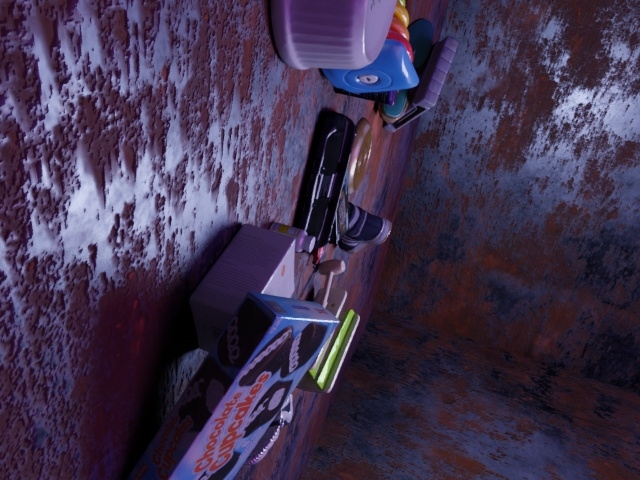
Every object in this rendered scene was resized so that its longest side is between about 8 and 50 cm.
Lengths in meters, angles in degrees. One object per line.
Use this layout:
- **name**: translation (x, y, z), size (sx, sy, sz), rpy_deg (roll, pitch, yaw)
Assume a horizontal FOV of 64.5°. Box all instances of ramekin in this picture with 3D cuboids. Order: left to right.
- **ramekin**: translation (0.037, -0.380, 0.746), size (0.273, 0.127, 0.272), rpy_deg (17, 90, -78)

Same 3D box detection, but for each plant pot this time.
- **plant pot**: translation (0.112, -0.241, 1.494), size (0.236, 0.032, 0.236), rpy_deg (16, 90, -78)

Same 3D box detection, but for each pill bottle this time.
- **pill bottle**: translation (-0.054, -0.004, 0.948), size (0.043, 0.083, 0.043), rpy_deg (17, 90, -78)

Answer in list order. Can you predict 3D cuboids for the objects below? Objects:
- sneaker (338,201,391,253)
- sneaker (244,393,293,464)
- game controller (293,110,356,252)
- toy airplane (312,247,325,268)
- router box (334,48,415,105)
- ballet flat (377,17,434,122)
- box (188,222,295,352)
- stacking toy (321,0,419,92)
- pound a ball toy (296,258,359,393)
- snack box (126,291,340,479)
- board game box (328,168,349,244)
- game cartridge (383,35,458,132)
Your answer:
- **sneaker**: translation (0.080, -0.039, 1.513), size (0.282, 0.153, 0.099), rpy_deg (-21, -131, 66)
- **sneaker**: translation (-0.121, 0.436, 1.209), size (0.153, 0.094, 0.235), rpy_deg (81, 17, -45)
- **game controller**: translation (0.004, -0.127, 1.138), size (0.166, 0.067, 0.319), rpy_deg (-10, 117, -60)
- **toy airplane**: translation (0.000, 0.000, 1.322), size (0.151, 0.028, 0.151), rpy_deg (16, 90, -84)
- **router box**: translation (0.122, -0.374, 1.117), size (0.046, 0.133, 0.179), rpy_deg (92, 20, -48)
- **ballet flat**: translation (0.261, -0.533, 1.621), size (0.124, 0.116, 0.342), rpy_deg (-176, -76, -82)
- **box**: translation (-0.113, 0.082, 0.783), size (0.130, 0.091, 0.170), rpy_deg (94, 18, -44)
- **stacking toy**: translation (0.104, -0.447, 0.964), size (0.175, 0.166, 0.301), rpy_deg (21, 74, -66)
- **pound a ball toy**: translation (-0.011, 0.231, 1.426), size (0.208, 0.136, 0.319), rpy_deg (62, 40, -36)
- **snack box**: translation (-0.117, 0.224, 0.715), size (0.322, 0.060, 0.187), rpy_deg (-57, 152, 7)
- **board game box**: translation (0.045, -0.097, 1.302), size (0.126, 0.026, 0.186), rpy_deg (-47, 137, -65)
- **game cartridge**: translation (0.322, -0.511, 1.694), size (0.355, 0.068, 0.230), rpy_deg (171, -63, -77)
